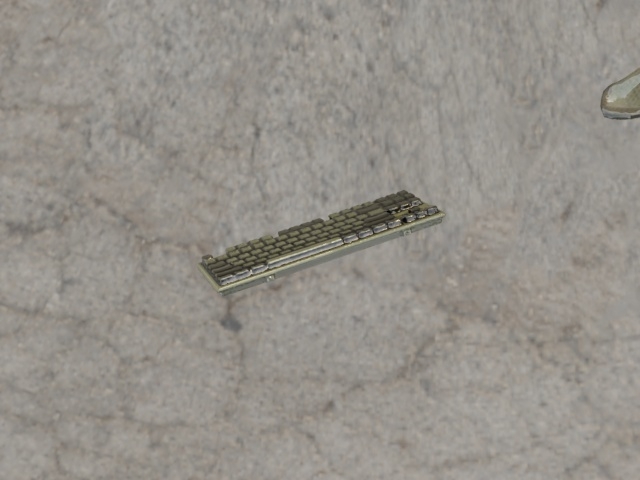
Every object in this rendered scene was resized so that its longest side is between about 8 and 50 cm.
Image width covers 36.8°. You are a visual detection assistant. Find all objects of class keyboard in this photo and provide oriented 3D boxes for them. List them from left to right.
[{"bbox_3d":[0.000,0.000,0.516,0.129,0.049,0.015,-18,105,-15],"label":"keyboard"}]

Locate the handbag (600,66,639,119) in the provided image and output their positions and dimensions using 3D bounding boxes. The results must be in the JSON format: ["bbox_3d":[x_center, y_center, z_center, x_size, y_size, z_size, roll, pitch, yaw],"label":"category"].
[{"bbox_3d":[0.256,-0.108,0.382,0.182,0.270,0.117,25,146,30],"label":"handbag"}]
